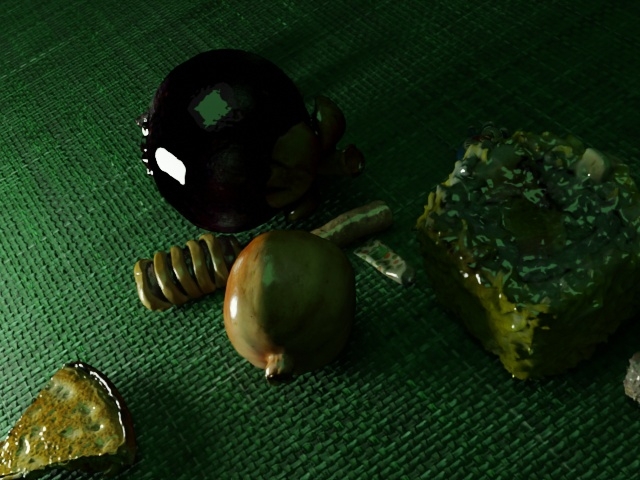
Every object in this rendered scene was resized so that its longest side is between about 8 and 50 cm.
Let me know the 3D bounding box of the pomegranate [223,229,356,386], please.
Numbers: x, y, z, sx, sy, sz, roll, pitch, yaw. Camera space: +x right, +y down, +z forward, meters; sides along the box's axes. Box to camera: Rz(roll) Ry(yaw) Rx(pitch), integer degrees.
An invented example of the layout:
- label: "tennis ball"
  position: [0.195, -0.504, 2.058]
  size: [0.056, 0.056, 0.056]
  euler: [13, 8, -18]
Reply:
- label: "pomegranate"
  position: [-0.056, 0.123, 1.614]
  size: [0.228, 0.252, 0.271]
  euler: [10, 48, 3]

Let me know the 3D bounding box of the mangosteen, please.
- label: "mangosteen"
  position: [-0.137, -0.200, 1.872]
  size: [0.434, 0.382, 0.382]
  euler: [-4, 46, -3]

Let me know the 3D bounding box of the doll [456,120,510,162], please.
- label: "doll"
  position: [0.324, -0.179, 1.869]
  size: [0.114, 0.086, 0.152]
  euler: [28, 50, 17]

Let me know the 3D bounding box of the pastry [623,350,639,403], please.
- label: "pastry"
  position: [0.572, 0.224, 1.376]
  size: [0.265, 0.112, 0.103]
  euler: [21, 48, 33]

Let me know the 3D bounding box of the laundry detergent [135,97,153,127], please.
- label: "laundry detergent"
  position: [-0.341, -0.329, 2.263]
  size: [0.221, 0.078, 0.144]
  euler: [-33, 46, -12]

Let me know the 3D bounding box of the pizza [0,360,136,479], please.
- label: "pizza"
  position: [-0.443, 0.362, 1.656]
  size: [0.251, 0.074, 0.288]
  euler: [18, 58, 34]

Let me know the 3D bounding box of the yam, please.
- label: "yam"
  position: [0.000, 0.000, 1.836]
  size: [0.299, 0.066, 0.066]
  euler: [-24, 45, -2]

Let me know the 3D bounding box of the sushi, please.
- label: "sushi"
  position: [0.365, 0.004, 1.573]
  size: [0.351, 0.240, 0.396]
  euler: [-32, 48, -11]

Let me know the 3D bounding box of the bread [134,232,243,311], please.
- label: "bread"
  position: [-0.260, 0.053, 1.871]
  size: [0.225, 0.081, 0.134]
  euler: [-23, 44, -3]

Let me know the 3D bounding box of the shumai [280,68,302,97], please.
- label: "shumai"
  position: [-0.109, -0.351, 2.189]
  size: [0.123, 0.087, 0.099]
  euler: [-31, 47, -7]

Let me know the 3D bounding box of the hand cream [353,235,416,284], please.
- label: "hand cream"
  position: [0.127, 0.039, 1.778]
  size: [0.057, 0.037, 0.165]
  euler: [-36, 40, -14]
